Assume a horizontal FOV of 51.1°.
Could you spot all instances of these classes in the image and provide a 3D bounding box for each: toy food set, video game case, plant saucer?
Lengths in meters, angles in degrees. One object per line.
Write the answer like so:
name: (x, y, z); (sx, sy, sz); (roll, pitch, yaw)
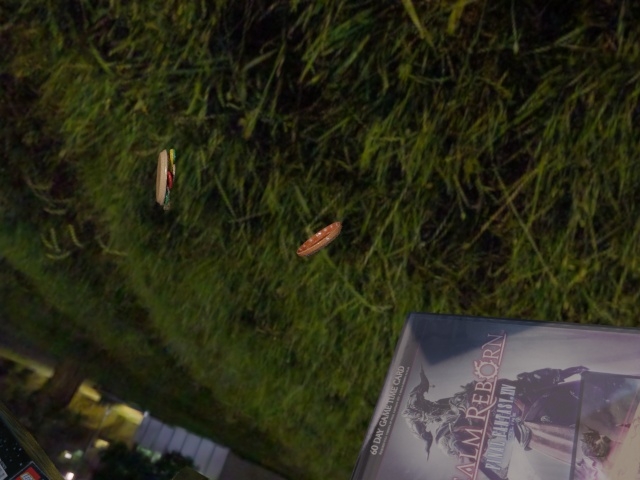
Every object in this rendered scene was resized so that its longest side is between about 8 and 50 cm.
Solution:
toy food set: (-0.220, -0.088, 0.952); (0.020, 0.083, 0.082); (3, 164, -18)
video game case: (0.168, 0.138, 0.472); (0.274, 0.196, 0.026); (2, 134, 27)
plant saucer: (0.000, 0.000, 1.048); (0.013, 0.083, 0.083); (54, 150, -9)

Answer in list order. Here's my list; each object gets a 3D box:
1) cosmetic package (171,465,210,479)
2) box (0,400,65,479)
cosmetic package: (-0.228, 0.424, 0.790); (0.113, 0.309, 0.160); (50, 155, -5)
box: (-0.294, 0.215, 0.646); (0.233, 0.044, 0.159); (23, 144, 44)
